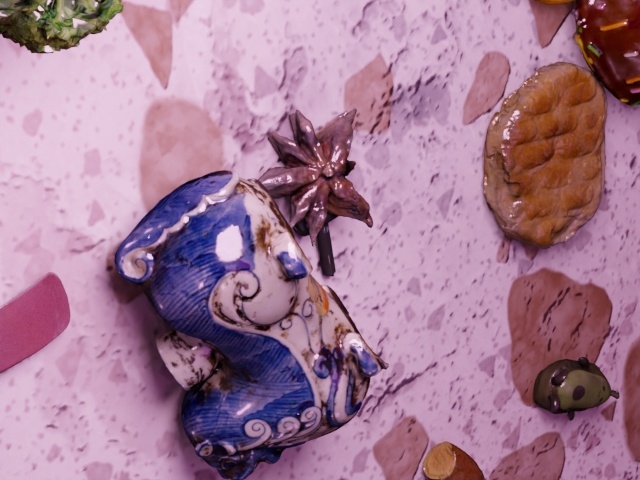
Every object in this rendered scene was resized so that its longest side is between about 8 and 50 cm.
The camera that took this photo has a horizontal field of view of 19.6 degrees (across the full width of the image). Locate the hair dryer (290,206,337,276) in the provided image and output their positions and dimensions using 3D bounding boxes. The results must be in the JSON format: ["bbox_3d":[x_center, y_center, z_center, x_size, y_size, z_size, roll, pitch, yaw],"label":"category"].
[{"bbox_3d":[0.000,0.000,1.724,0.047,0.026,0.083,-32,131,-30],"label":"hair dryer"}]

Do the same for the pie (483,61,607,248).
[{"bbox_3d":[0.233,-0.087,1.904,0.195,0.046,0.195,-16,114,-42],"label":"pie"}]

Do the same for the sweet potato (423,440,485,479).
[{"bbox_3d":[0.149,0.251,1.928,0.049,0.049,0.117,-57,133,-15],"label":"sweet potato"}]

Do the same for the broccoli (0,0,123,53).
[{"bbox_3d":[-0.206,-0.273,1.277,0.308,0.275,0.308,-7,117,-14],"label":"broccoli"}]

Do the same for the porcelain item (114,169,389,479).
[{"bbox_3d":[-0.073,0.075,1.608,0.186,0.138,0.288,-33,128,1],"label":"porcelain item"}]

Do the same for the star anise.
[{"bbox_3d":[-0.014,-0.056,1.664,0.129,0.056,0.124,-10,93,-33],"label":"star anise"}]

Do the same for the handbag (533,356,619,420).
[{"bbox_3d":[0.280,0.159,2.025,0.111,0.047,0.072,5,100,-43],"label":"handbag"}]

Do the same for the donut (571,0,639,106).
[{"bbox_3d":[0.349,-0.250,1.911,0.216,0.096,0.230,-55,133,-32],"label":"donut"}]

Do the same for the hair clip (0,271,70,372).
[{"bbox_3d":[-0.255,0.074,1.498,0.137,0.022,0.054,-31,120,-34],"label":"hair clip"}]

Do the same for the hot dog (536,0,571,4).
[{"bbox_3d":[0.183,-0.329,1.749,0.286,0.088,0.061,49,35,-38],"label":"hot dog"}]
